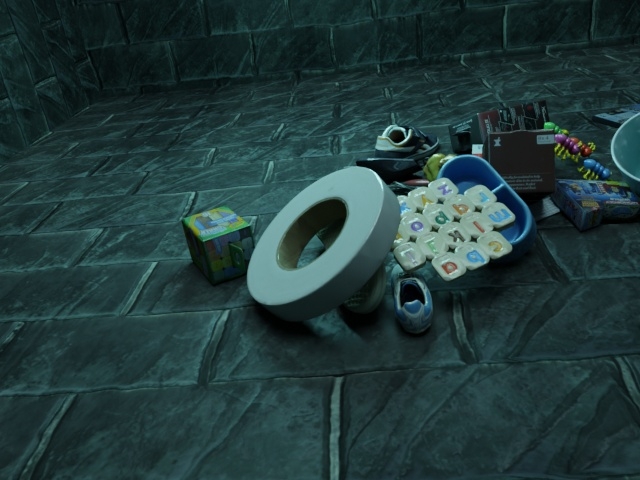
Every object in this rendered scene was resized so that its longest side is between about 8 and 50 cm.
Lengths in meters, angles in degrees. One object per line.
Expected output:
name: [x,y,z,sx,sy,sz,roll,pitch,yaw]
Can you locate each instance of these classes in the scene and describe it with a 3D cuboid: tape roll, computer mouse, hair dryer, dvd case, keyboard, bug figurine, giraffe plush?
tape roll: [0.000,0.000,1.263,0.392,0.072,0.392,-32,32,23]
computer mouse: [0.249,-0.227,1.833,0.273,0.072,0.188,2,3,9]
hair dryer: [0.334,-0.182,1.735,0.294,0.080,0.223,-12,28,-11]
dvd case: [1.198,-0.470,2.147,0.253,0.022,0.180,-16,30,-17]
keyboard: [0.612,-0.085,1.559,0.256,0.014,0.072,-19,30,-22]
bug figurine: [0.787,-0.279,1.743,0.216,0.072,0.279,31,29,-10]
giraffe plush: [0.324,-0.109,1.531,0.170,0.210,0.181,-40,-8,-10]

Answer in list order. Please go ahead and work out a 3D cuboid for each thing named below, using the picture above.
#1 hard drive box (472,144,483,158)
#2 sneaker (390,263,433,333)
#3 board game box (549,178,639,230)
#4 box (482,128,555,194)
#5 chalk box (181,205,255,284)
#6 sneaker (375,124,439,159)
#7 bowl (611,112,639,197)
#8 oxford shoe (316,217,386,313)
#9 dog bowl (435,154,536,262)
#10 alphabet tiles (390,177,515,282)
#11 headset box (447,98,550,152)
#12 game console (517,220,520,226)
hard drive box: [0.592,-0.232,1.762,0.232,0.089,0.181,1,28,14]
sneaker: [0.195,0.105,1.219,0.085,0.086,0.237,-7,26,4]
board game box: [0.727,-0.093,1.494,0.194,0.060,0.194,4,33,10]
box: [0.536,-0.199,1.547,0.169,0.166,0.203,0,-1,12]
chalk box: [-0.247,0.018,1.433,0.132,0.132,0.213,-19,29,-23]
sneaker: [0.319,-0.358,2.027,0.126,0.127,0.321,17,34,40]
bowl: [0.940,-0.202,1.485,0.312,0.163,0.311,-16,46,17]
oxford shoe: [0.088,0.022,1.352,0.130,0.169,0.449,31,18,-25]
dog bowl: [0.395,-0.087,1.371,0.166,0.074,0.297,-35,67,2]
alphabet tiles: [0.283,-0.030,1.275,0.284,0.021,0.278,-24,47,-9]
headset box: [0.602,-0.391,1.962,0.294,0.110,0.218,-14,4,-13]
game console: [0.447,-0.049,1.457,0.085,0.124,0.144,20,29,-6]
